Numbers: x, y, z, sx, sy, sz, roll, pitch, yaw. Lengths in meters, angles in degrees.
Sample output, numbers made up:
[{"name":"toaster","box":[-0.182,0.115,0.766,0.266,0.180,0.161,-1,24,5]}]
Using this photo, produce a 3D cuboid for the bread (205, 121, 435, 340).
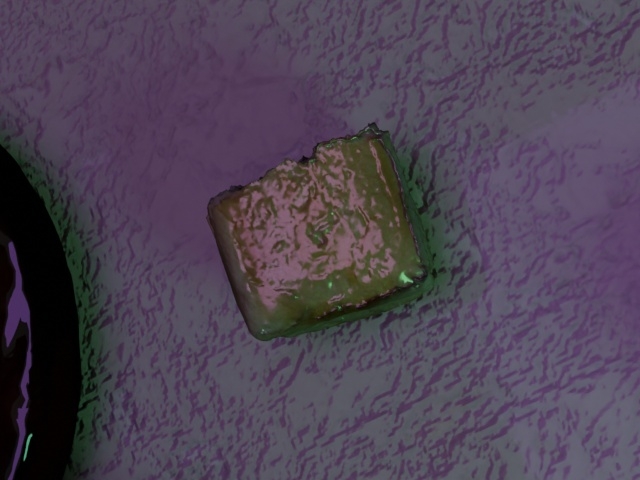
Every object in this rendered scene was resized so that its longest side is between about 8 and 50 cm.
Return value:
[{"name":"bread","box":[0.001,0.000,1.006,0.125,0.082,0.106,-20,87,11]}]

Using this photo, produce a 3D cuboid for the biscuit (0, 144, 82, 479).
[{"name":"biscuit","box":[-0.334,0.085,1.146,0.407,0.091,0.408,-3,84,26]}]
